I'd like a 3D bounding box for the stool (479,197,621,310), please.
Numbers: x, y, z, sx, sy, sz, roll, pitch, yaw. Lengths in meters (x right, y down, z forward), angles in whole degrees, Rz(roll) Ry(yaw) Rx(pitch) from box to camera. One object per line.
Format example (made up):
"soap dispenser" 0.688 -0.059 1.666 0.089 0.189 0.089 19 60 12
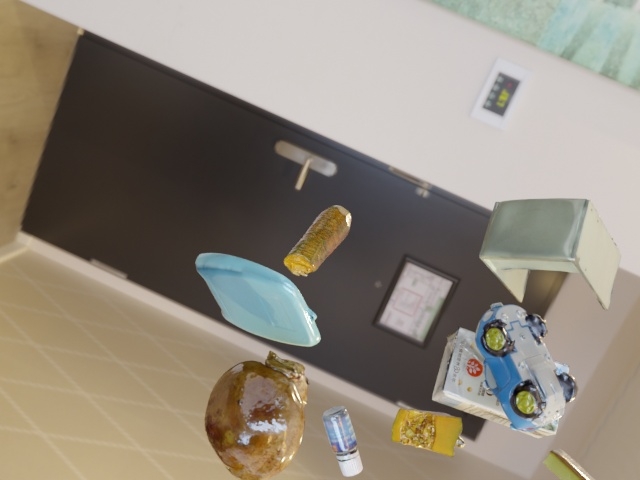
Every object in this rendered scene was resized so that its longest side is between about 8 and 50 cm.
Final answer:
"stool" 0.575 0.034 1.786 0.270 0.244 0.170 43 61 -39

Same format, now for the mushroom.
"mushroom" -0.142 0.379 1.605 0.263 0.195 0.283 -6 -139 47

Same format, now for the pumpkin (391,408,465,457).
"pumpkin" 0.358 0.603 2.257 0.126 0.248 0.130 28 73 -46

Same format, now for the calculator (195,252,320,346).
"calculator" -0.154 0.149 1.756 0.054 0.386 0.256 -47 128 -33

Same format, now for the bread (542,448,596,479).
"bread" 0.646 0.599 1.723 0.088 0.226 0.049 22 106 -51

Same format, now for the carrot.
"carrot" 0.000 0.000 2.205 0.302 0.114 0.114 -51 168 -45

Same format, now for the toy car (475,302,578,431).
"toy car" 0.474 0.307 1.738 0.198 0.314 0.166 -5 155 -45

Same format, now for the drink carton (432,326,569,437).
"drink carton" 0.482 0.387 1.941 0.132 0.325 0.194 109 1 -70

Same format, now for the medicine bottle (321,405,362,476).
"medicine bottle" 0.070 0.611 2.176 0.083 0.084 0.203 -53 126 -78
